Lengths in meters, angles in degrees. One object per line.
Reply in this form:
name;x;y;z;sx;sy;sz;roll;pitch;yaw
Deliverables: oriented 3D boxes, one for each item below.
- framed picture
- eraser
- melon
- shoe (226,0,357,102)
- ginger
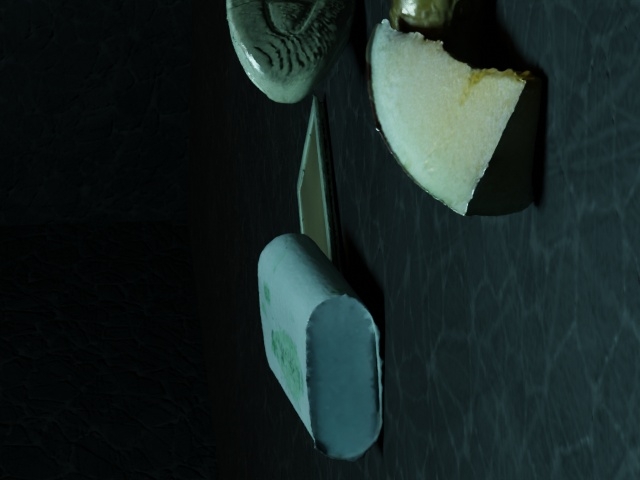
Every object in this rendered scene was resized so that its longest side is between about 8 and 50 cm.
framed picture;0.000;0.000;2.147;0.217;0.017;0.274;105;161;-63
eraser;-0.002;0.105;1.901;0.227;0.081;0.174;-132;38;-69
melon;0.081;-0.087;1.261;0.182;0.054;0.098;31;117;53
shoe;-0.033;-0.240;1.966;0.210;0.132;0.342;91;176;-49
ginger;0.084;-0.147;1.336;0.095;0.069;0.190;-96;6;-66
